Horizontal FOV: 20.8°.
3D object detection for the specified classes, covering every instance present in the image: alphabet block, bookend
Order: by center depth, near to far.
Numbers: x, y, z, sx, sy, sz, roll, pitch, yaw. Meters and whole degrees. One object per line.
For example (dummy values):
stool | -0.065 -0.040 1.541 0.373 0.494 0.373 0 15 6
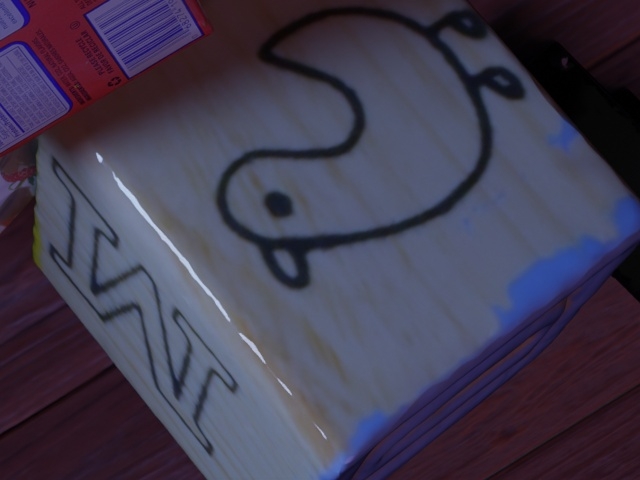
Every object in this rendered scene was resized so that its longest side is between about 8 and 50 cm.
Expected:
alphabet block | 0.000 0.000 0.802 0.192 0.197 0.193 -36 168 -23
bookend | 0.167 -0.056 1.029 0.072 0.156 0.157 -43 -171 19

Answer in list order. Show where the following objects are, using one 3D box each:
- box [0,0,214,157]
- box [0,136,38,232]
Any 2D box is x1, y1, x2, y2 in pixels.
box | -0.172 -0.157 0.572 0.154 0.142 0.300 -31 147 1
box | -0.125 -0.084 0.782 0.324 0.067 0.063 -43 146 20
